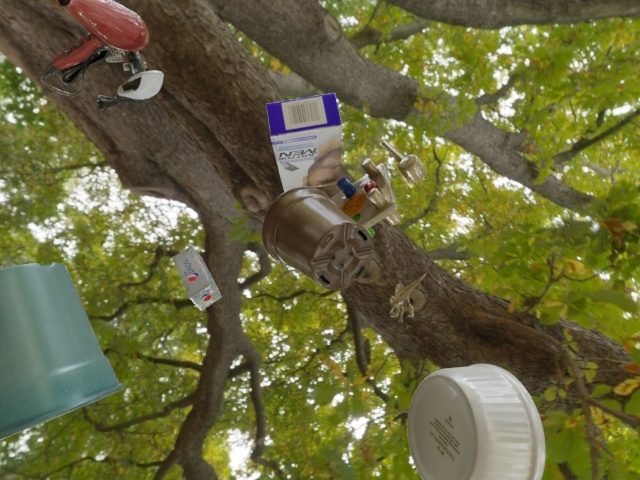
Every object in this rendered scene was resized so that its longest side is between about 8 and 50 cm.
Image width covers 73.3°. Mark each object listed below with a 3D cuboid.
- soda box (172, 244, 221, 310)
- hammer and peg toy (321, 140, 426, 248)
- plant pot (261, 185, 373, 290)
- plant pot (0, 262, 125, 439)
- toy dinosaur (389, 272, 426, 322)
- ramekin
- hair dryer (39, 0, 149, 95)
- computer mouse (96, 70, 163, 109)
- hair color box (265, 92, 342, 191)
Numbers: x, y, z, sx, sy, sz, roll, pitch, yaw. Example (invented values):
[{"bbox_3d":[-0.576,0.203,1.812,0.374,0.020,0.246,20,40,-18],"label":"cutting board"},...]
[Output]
[{"bbox_3d":[-0.490,0.142,1.696,0.098,0.091,0.286,-35,-137,-9],"label":"soda box"},{"bbox_3d":[0.146,-0.129,1.262,0.361,0.127,0.266,-34,-150,21],"label":"hammer and peg toy"},{"bbox_3d":[0.000,0.000,0.786,0.165,0.167,0.167,34,-81,54],"label":"plant pot"},{"bbox_3d":[-0.674,0.246,0.978,0.341,0.341,0.334,-24,-97,33],"label":"plant pot"},{"bbox_3d":[0.202,0.146,1.067,0.183,0.053,0.092,120,-25,-58],"label":"toy dinosaur"},{"bbox_3d":[0.281,0.374,0.837,0.273,0.127,0.273,-167,-90,-69],"label":"ramekin"},{"bbox_3d":[-0.454,-0.386,0.863,0.080,0.224,0.293,56,-24,4],"label":"hair dryer"},{"bbox_3d":[-0.422,-0.336,0.979,0.193,0.106,0.042,-5,-77,42],"label":"computer mouse"},{"bbox_3d":[-0.038,-0.264,1.231,0.185,0.339,0.110,-10,-106,-1],"label":"hair color box"}]
